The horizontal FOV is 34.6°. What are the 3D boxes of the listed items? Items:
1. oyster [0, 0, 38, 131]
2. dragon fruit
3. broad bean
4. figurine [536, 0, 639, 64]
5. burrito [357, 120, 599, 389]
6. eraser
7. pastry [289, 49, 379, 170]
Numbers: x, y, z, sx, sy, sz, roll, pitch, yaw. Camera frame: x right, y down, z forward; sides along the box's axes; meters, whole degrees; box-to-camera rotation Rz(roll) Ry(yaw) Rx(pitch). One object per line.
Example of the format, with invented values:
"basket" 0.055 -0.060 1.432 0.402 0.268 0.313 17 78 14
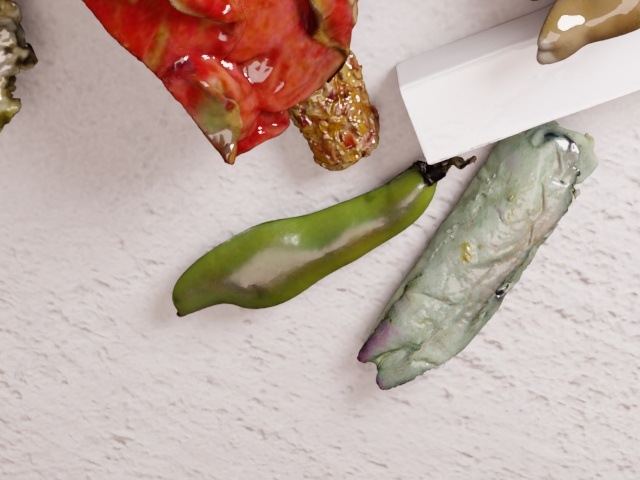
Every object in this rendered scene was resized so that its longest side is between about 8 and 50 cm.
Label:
"oyster" -0.386 -0.227 0.852 0.201 0.107 0.355 -34 98 -5
"dragon fruit" -0.061 -0.230 0.726 0.285 0.228 0.329 -20 96 7
"broad bean" 0.000 -0.004 0.954 0.325 0.067 0.075 -28 141 12
"figurine" 0.252 -0.270 0.752 0.247 0.177 0.173 -16 131 14
"burrito" 0.143 0.021 0.954 0.096 0.066 0.309 32 112 -6
"eraser" 0.215 -0.157 0.860 0.298 0.078 0.076 -19 113 11
"pastry" -0.005 -0.134 0.889 0.087 0.063 0.169 -27 110 18
